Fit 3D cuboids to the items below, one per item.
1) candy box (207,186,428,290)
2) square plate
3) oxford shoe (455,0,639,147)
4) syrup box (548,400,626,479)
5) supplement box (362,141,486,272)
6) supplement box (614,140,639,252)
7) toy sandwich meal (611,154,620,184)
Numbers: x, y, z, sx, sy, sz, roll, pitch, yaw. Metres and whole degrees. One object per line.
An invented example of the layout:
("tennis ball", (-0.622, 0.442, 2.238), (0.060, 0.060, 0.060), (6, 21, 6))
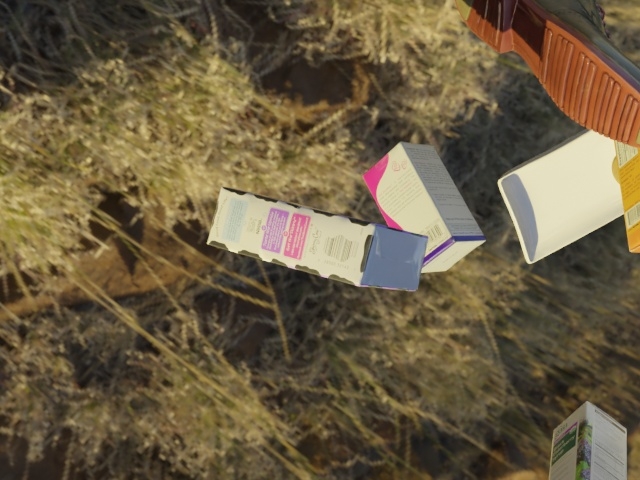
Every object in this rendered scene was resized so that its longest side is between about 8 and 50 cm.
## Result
("candy box", (0.000, 0.000, 1.094), (0.165, 0.196, 0.070), (10, 94, -64))
("square plate", (0.605, -0.131, 2.298), (0.347, 0.049, 0.344), (-29, 136, 3))
("oxford shoe", (0.321, -0.254, 1.190), (0.130, 0.348, 0.123), (-31, 153, -18))
("syrup box", (0.445, 0.387, 1.605), (0.093, 0.096, 0.237), (-52, -175, 32))
("supplement box", (0.190, -0.061, 1.780), (0.114, 0.220, 0.111), (-2, 149, -49))
("supplement box", (0.499, -0.100, 1.443), (0.080, 0.078, 0.233), (123, -31, -69))
("toy sandwich meal", (0.565, -0.133, 1.733), (0.029, 0.085, 0.085), (-22, 131, -47))
